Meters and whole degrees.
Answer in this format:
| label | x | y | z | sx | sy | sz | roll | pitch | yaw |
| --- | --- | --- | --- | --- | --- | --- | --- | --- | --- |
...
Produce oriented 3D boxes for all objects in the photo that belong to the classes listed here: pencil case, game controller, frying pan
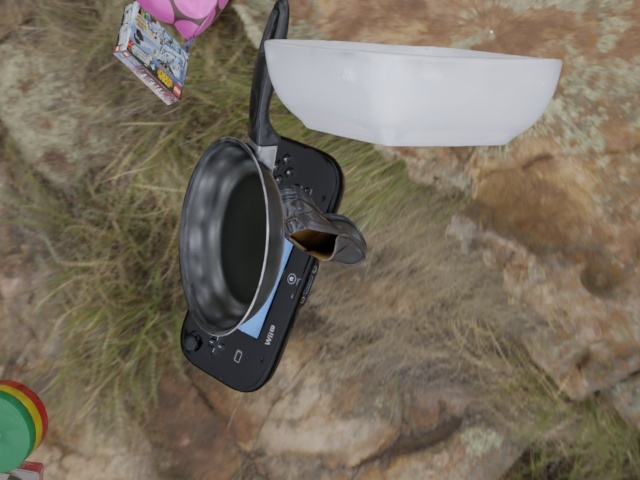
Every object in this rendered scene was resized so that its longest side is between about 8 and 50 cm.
| label | x | y | z | sx | sy | sz | roll | pitch | yaw |
| --- | --- | --- | --- | --- | --- | --- | --- | --- | --- |
| pencil case | -0.203 | -0.312 | 1.188 | 0.209 | 0.098 | 0.095 | 38 | 66 | -13 |
| game controller | -0.075 | 0.028 | 1.344 | 0.166 | 0.067 | 0.319 | 25 | 96 | 47 |
| frying pan | -0.082 | -0.067 | 1.048 | 0.053 | 0.197 | 0.326 | 4 | 96 | -32 |

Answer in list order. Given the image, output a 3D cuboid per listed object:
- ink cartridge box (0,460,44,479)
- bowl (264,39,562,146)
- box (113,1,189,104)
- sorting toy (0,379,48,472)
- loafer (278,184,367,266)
| label | x | y | z | sx | sy | sz | roll | pitch | yaw |
| --- | --- | --- | --- | --- | --- | --- | --- | --- | --- |
| ink cartridge box | -0.268 | 0.204 | 0.800 | 0.099 | 0.135 | 0.056 | 9 | 91 | -9 |
| bowl | 0.050 | -0.086 | 0.615 | 0.142 | 0.142 | 0.053 | -3 | 103 | -33 |
| box | -0.254 | -0.282 | 1.607 | 0.027 | 0.137 | 0.094 | -11 | 57 | 27 |
| sorting toy | -0.285 | 0.055 | 0.599 | 0.274 | 0.046 | 0.132 | 41 | 107 | 0 |
| loafer | 0.000 | 0.000 | 1.218 | 0.062 | 0.170 | 0.061 | -35 | 51 | 23 |
